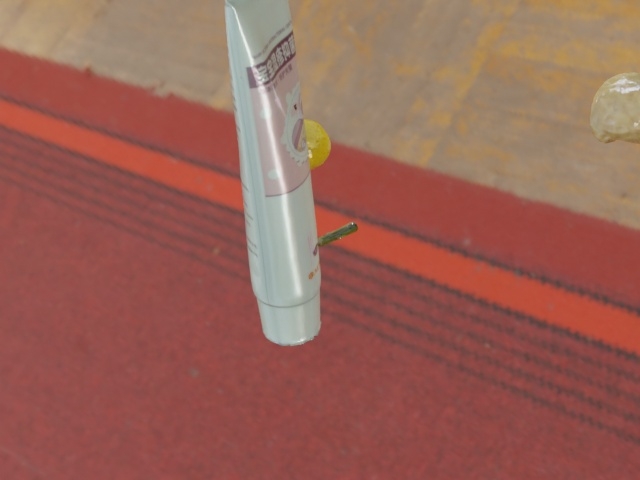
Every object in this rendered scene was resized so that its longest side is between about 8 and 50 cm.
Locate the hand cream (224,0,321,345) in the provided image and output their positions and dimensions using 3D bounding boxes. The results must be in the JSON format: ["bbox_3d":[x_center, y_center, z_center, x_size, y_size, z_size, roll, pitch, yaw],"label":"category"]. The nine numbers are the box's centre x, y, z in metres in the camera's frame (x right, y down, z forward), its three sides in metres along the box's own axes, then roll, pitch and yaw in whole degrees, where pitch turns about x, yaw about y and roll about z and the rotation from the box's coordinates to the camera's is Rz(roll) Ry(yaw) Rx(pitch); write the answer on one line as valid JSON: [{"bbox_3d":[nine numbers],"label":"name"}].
[{"bbox_3d":[-0.040,-0.064,1.081,0.058,0.331,0.085,10,37,24],"label":"hand cream"}]

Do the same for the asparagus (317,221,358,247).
[{"bbox_3d":[0.000,0.000,1.551,0.014,0.114,0.015,-17,94,46],"label":"asparagus"}]

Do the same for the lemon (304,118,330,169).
[{"bbox_3d":[-0.021,-0.113,1.692,0.065,0.092,0.065,0,91,31],"label":"lemon"}]

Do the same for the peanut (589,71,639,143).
[{"bbox_3d":[0.401,-0.151,1.602,0.214,0.099,0.099,-7,45,-13],"label":"peanut"}]
